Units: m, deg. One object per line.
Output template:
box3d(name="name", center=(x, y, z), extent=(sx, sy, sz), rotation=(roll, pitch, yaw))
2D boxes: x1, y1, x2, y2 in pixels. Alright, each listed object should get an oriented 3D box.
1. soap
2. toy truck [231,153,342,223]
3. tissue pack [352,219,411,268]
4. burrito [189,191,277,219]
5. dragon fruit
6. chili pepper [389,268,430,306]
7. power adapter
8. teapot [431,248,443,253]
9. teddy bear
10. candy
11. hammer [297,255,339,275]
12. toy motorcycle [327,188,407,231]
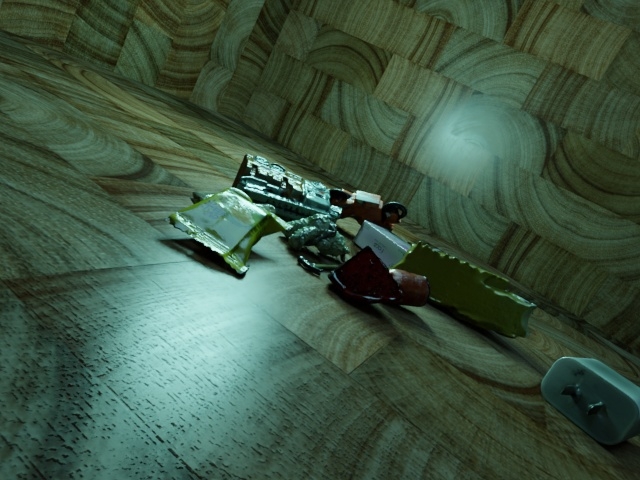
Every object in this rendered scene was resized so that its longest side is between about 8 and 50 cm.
box3d(name="soap", center=(0.409, 0.142, 1.316), extent=(0.338, 0.170, 0.304), rotation=(20, 5, -30))
box3d(name="toy truck", center=(-0.098, -0.125, 1.388), extent=(0.338, 0.133, 0.184), rotation=(21, 25, -17))
box3d(name="tissue pack", center=(0.240, 0.036, 1.530), extent=(0.148, 0.093, 0.246), rotation=(19, 16, -39))
box3d(name="burrito", center=(-0.207, -0.075, 1.126), extent=(0.082, 0.059, 0.275), rotation=(47, 21, 23))
box3d(name="dragon fruit", center=(0.107, 0.104, 1.042), extent=(0.161, 0.120, 0.127), rotation=(51, -2, 20))
box3d(name="chili pepper", center=(0.181, 0.115, 1.133), extent=(0.191, 0.086, 0.084), rotation=(12, -10, -17))
box3d(name="power adapter", center=(0.622, 0.359, 1.022), extent=(0.255, 0.124, 0.187), rotation=(15, 17, -43))
box3d(name="teapot", center=(0.406, 0.096, 1.557), extent=(0.115, 0.148, 0.146), rotation=(-10, 39, -18))
box3d(name="teddy bear", center=(0.004, -0.019, 1.221), extent=(0.213, 0.111, 0.133), rotation=(17, 20, -34))
box3d(name="candy", center=(-0.174, -0.037, 0.955), extent=(0.187, 0.081, 0.297), rotation=(36, 22, 0))
box3d(name="hammer", center=(0.016, 0.067, 1.128), extent=(0.062, 0.017, 0.182), rotation=(36, 14, 30))
box3d(name="toy motorcycle", center=(0.149, -0.098, 1.695), extent=(0.325, 0.221, 0.148), rotation=(13, 54, 1))
